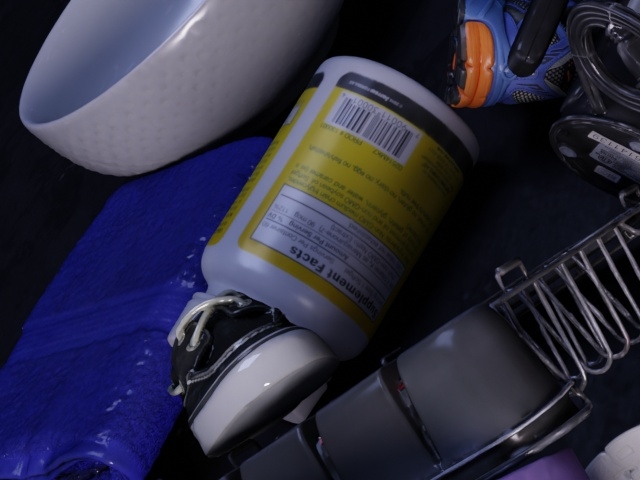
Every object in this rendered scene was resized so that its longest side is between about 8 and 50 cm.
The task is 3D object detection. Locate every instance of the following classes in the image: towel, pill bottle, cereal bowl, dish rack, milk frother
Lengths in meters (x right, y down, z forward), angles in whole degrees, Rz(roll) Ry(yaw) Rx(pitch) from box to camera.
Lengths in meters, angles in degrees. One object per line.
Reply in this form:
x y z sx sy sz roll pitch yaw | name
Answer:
-0.136 0.069 1.197 0.227 0.076 0.308 -16 37 44 | towel
0.000 0.000 1.031 0.208 0.119 0.119 -58 27 -12 | pill bottle
-0.088 -0.182 1.371 0.339 0.141 0.339 -37 29 24 | cereal bowl
0.070 0.069 0.802 0.208 0.074 0.271 -36 -5 33 | dish rack
0.181 -0.109 0.853 0.135 0.129 0.143 -62 16 -18 | milk frother

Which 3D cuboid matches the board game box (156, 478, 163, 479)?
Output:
-0.137 0.279 0.987 0.165 0.042 0.243 -41 28 21 | board game box

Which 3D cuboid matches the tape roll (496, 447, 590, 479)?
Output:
0.041 0.165 0.681 0.189 0.080 0.189 -28 -12 -6 | tape roll

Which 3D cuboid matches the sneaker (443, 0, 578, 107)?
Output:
0.126 -0.131 1.052 0.221 0.087 0.083 -77 -4 -63 | sneaker

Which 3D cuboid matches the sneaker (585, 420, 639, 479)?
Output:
0.186 0.078 0.726 0.158 0.061 0.065 -36 3 27 | sneaker

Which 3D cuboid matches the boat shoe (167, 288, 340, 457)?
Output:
-0.047 0.066 0.853 0.077 0.070 0.219 -32 -6 -13 | boat shoe
